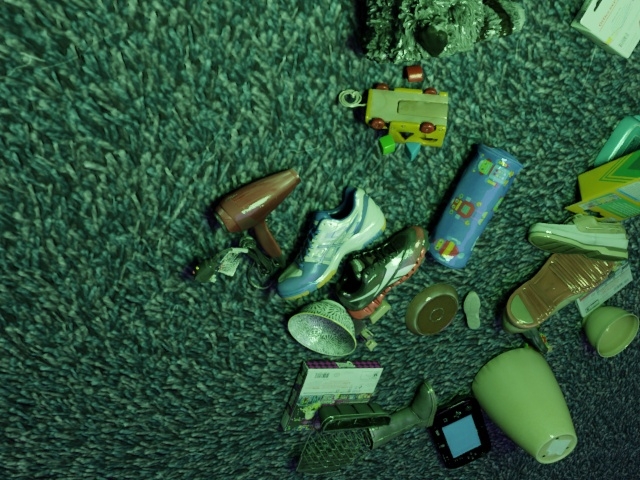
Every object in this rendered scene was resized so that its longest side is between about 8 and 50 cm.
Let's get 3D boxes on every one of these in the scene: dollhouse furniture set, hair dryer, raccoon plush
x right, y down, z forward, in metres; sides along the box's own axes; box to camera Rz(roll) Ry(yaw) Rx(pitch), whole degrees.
[{"bbox_3d":[0.149,0.219,1.620,0.114,0.091,0.081,-44,143,-1],"label":"dollhouse furniture set"},{"bbox_3d":[-0.134,-0.031,1.341,0.223,0.080,0.294,7,121,-48],"label":"hair dryer"},{"bbox_3d":[0.203,-0.510,1.189,0.446,0.216,0.299,-31,119,-44],"label":"raccoon plush"}]

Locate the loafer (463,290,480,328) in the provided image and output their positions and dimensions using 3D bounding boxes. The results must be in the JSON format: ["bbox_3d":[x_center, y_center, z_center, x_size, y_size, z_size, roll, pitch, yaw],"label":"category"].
[{"bbox_3d":[0.420,0.187,1.763,0.045,0.039,0.125,-3,123,14],"label":"loafer"}]

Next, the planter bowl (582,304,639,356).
[{"bbox_3d":[0.897,0.271,2.004,0.162,0.109,0.162,-13,123,-21],"label":"planter bowl"}]

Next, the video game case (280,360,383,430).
[{"bbox_3d":[0.030,0.411,1.690,0.232,0.042,0.210,5,117,-29],"label":"video game case"}]

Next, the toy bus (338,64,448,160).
[{"bbox_3d":[0.166,-0.251,1.318,0.191,0.202,0.104,-34,159,-13],"label":"toy bus"}]

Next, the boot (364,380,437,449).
[{"bbox_3d":[0.228,0.506,1.840,0.208,0.076,0.190,-10,120,-14],"label":"boot"}]

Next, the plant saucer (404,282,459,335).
[{"bbox_3d":[0.306,0.193,1.709,0.168,0.029,0.169,-12,123,-19],"label":"plant saucer"}]

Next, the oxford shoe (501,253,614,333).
[{"bbox_3d":[0.664,0.131,1.816,0.397,0.140,0.146,-28,159,-16],"label":"oxford shoe"}]

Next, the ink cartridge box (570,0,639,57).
[{"bbox_3d":[0.650,-0.508,1.437,0.198,0.067,0.115,16,110,-35],"label":"ink cartridge box"}]

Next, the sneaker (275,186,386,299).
[{"bbox_3d":[0.000,0.000,1.401,0.296,0.112,0.131,-42,120,-9],"label":"sneaker"}]

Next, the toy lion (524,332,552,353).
[{"bbox_3d":[0.665,0.333,1.976,0.096,0.034,0.100,34,100,-30],"label":"toy lion"}]

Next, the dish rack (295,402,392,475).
[{"bbox_3d":[0.052,0.548,1.718,0.208,0.074,0.272,5,121,-28],"label":"dish rack"}]

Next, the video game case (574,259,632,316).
[{"bbox_3d":[0.858,0.120,1.949,0.201,0.023,0.183,-37,128,-2],"label":"video game case"}]

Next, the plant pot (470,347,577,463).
[{"bbox_3d":[0.623,0.504,1.878,0.256,0.274,0.257,-9,125,-13],"label":"plant pot"}]

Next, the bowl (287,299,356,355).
[{"bbox_3d":[0.015,0.194,1.511,0.170,0.170,0.080,60,40,-38],"label":"bowl"}]

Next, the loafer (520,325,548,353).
[{"bbox_3d":[0.639,0.280,1.903,0.061,0.062,0.170,-50,122,-5],"label":"loafer"}]

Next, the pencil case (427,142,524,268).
[{"bbox_3d":[0.359,-0.078,1.514,0.133,0.119,0.306,-5,125,-60],"label":"pencil case"}]

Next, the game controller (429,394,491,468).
[{"bbox_3d":[0.439,0.606,2.001,0.166,0.067,0.319,-30,127,-8],"label":"game controller"}]

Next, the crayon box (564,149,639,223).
[{"bbox_3d":[0.828,-0.148,1.657,0.203,0.083,0.323,16,152,-34],"label":"crayon box"}]

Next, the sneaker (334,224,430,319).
[{"bbox_3d":[0.139,0.061,1.499,0.276,0.098,0.135,-46,130,7],"label":"sneaker"}]

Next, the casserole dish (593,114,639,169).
[{"bbox_3d":[0.808,-0.242,1.697,0.114,0.037,0.188,19,108,-34],"label":"casserole dish"}]

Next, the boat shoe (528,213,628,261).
[{"bbox_3d":[0.700,-0.017,1.738,0.302,0.113,0.103,11,77,-18],"label":"boat shoe"}]
